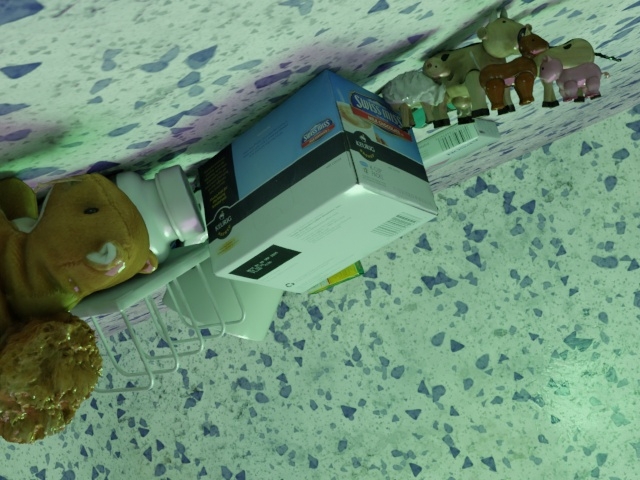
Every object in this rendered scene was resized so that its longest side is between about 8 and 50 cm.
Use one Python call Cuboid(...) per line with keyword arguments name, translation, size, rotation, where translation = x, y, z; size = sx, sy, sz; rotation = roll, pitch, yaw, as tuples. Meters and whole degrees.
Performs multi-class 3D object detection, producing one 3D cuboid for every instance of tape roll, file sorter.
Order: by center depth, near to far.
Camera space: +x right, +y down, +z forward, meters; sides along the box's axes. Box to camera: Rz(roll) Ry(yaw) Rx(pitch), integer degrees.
Cuboid(name="file sorter", translation=(-0.299, 0.137, 1.452), size=(0.192, 0.173, 0.277), rotation=(-12, -165, 37))
Cuboid(name="tape roll", translation=(-0.205, 0.098, 1.772), size=(0.246, 0.169, 0.246), rotation=(21, -179, 0))

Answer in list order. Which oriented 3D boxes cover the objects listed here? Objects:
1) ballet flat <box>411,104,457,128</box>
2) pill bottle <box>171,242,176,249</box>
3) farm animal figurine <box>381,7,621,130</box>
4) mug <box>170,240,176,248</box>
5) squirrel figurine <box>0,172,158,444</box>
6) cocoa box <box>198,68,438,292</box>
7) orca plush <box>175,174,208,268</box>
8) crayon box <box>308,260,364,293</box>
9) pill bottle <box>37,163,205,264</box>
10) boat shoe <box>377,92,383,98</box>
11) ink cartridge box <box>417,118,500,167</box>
Cuboid(name="ballet flat", translation=(0.268, -0.306, 1.726), size=(0.188, 0.070, 0.070), rotation=(-24, 174, 34))
Cuboid(name="pill bottle", translation=(-0.394, 0.007, 1.851), size=(0.186, 0.112, 0.112), rotation=(-22, 174, 4))
Cuboid(name="farm animal figurine", translation=(0.310, -0.304, 1.390), size=(0.326, 0.172, 0.330), rotation=(-8, -177, 37))
Cuboid(name="mug", translation=(-0.355, -0.037, 1.598), size=(0.129, 0.097, 0.158), rotation=(-48, 159, -24))
Cuboid(name="squirrel figurine", translation=(-0.416, 0.088, 1.146), size=(0.370, 0.397, 0.281), rotation=(-13, 169, 0))
Cuboid(name="cocoa box", translation=(-0.015, -0.090, 1.416), size=(0.347, 0.228, 0.231), rotation=(-32, 149, 34))
Cuboid(name="orca plush", translation=(-0.214, -0.073, 1.631), size=(0.151, 0.102, 0.287), rotation=(16, 110, -28))
Cuboid(name="crayon box", translation=(0.000, 0.000, 2.367), size=(0.165, 0.279, 0.081), rotation=(-23, 173, 15))
Cuboid(name="pill bottle", translation=(-0.372, -0.017, 1.409), size=(0.318, 0.176, 0.176), rotation=(-21, 174, -3))
Cuboid(name="boat shoe", translation=(0.134, -0.247, 1.613), size=(0.095, 0.079, 0.254), rotation=(-18, 173, -31))
Cuboid(name="ink cartridge box", translation=(0.360, -0.258, 2.376), size=(0.324, 0.072, 0.330), rotation=(-25, 172, 27))
